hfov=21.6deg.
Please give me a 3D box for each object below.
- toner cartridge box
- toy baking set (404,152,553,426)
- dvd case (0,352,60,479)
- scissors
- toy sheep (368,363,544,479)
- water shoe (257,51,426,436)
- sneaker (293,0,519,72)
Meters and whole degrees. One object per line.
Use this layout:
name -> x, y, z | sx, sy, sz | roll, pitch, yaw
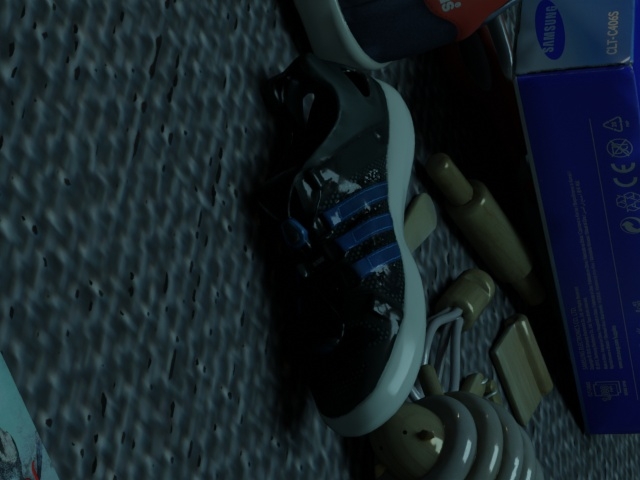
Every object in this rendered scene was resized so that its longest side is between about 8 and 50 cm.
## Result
toner cartridge box -> 0.197, -0.037, 1.138 | 0.165, 0.075, 0.348 | -79, 159, -44
toy baking set -> 0.093, 0.049, 1.019 | 0.256, 0.030, 0.196 | 53, 34, -41
dvd case -> -0.117, 0.095, 0.578 | 0.119, 0.013, 0.087 | 70, 26, -15
scissors -> 0.144, -0.056, 1.188 | 0.297, 0.021, 0.109 | 63, 29, -25
toy sheep -> 0.074, 0.121, 0.882 | 0.132, 0.091, 0.091 | 32, 47, -32
water shoe -> 0.000, 0.000, 0.828 | 0.080, 0.073, 0.203 | 25, 48, -33
sneaker -> 0.097, -0.207, 1.017 | 0.131, 0.148, 0.350 | 64, 28, -25
